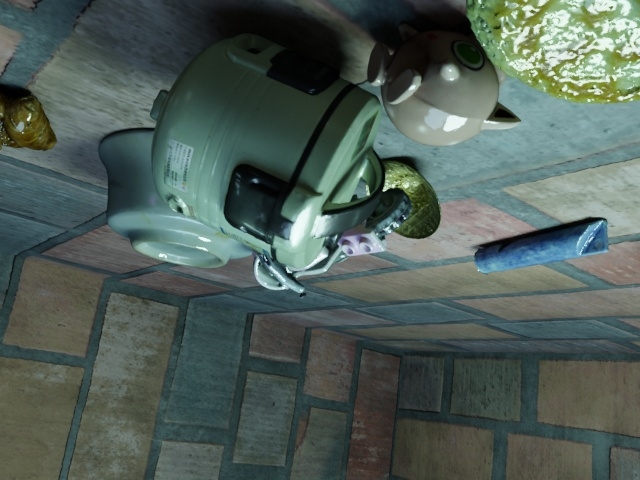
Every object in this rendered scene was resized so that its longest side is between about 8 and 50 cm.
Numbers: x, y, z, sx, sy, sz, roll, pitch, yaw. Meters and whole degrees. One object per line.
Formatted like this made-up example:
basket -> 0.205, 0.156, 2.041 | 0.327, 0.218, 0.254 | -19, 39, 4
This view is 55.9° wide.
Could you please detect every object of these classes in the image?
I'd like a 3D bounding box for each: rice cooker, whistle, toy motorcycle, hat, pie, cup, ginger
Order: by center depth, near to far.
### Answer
pie -> 0.263, -0.200, 0.478 | 0.303, 0.066, 0.302 | 6, 164, 2
rice cooker -> -0.047, -0.094, 0.668 | 0.244, 0.226, 0.226 | 28, 166, 7
ginger -> -0.471, -0.174, 0.926 | 0.103, 0.073, 0.162 | 12, 165, -9
hat -> 0.150, -0.079, 0.978 | 0.146, 0.067, 0.146 | 30, 142, 28
toy motorcycle -> 0.000, 0.000, 0.994 | 0.327, 0.188, 0.143 | -6, 131, 50
cup -> -0.240, -0.050, 1.085 | 0.348, 0.163, 0.347 | 9, 164, 2
whistle -> 0.423, 0.018, 1.169 | 0.062, 0.062, 0.304 | 16, 162, -25

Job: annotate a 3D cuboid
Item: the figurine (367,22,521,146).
figurine -> 0.123, -0.157, 0.612 | 0.138, 0.125, 0.125 | 4, 167, -23
